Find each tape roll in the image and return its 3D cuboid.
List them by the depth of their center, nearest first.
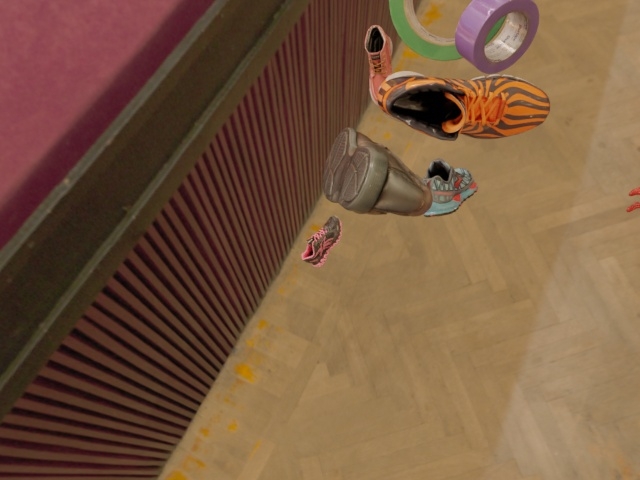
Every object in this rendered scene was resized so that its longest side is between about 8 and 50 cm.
[{"bbox_3d":[0.432,-0.515,1.274,0.189,0.189,0.080,-25,52,-10],"label":"tape roll"},{"bbox_3d":[0.349,-0.657,1.400,0.321,0.321,0.077,23,35,10],"label":"tape roll"}]

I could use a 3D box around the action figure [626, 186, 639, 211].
[{"bbox_3d":[0.947,-0.038,1.409,0.139,0.091,0.280,-30,38,-14],"label":"action figure"}]

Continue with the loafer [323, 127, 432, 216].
[{"bbox_3d":[0.061,-0.077,0.646,0.084,0.267,0.096,19,105,-12],"label":"loafer"}]

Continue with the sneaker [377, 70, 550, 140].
[{"bbox_3d":[0.262,-0.223,0.913,0.321,0.125,0.180,2,24,-1],"label":"sneaker"}]

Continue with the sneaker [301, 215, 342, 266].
[{"bbox_3d":[0.000,0.000,1.072,0.047,0.057,0.119,43,110,48],"label":"sneaker"}]

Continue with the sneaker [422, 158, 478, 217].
[{"bbox_3d":[0.331,-0.157,1.331,0.104,0.125,0.262,-5,21,32],"label":"sneaker"}]

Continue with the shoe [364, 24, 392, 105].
[{"bbox_3d":[0.137,-0.413,1.230,0.063,0.081,0.178,-1,84,24],"label":"shoe"}]
